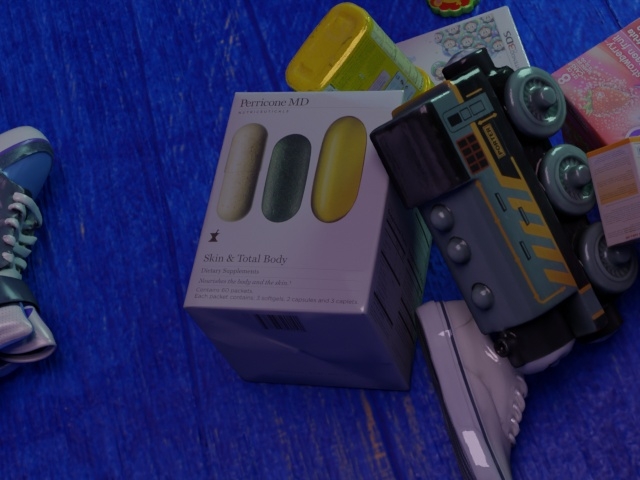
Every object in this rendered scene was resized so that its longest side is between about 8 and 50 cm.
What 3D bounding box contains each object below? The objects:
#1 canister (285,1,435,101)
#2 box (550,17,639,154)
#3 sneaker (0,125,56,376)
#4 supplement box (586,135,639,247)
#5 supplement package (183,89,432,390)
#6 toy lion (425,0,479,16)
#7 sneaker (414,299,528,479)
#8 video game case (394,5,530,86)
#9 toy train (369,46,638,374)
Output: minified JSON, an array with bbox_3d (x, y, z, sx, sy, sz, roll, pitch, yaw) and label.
[{"bbox_3d":[0.047,-0.180,1.581,0.073,0.170,0.126,36,88,39],"label":"canister"},{"bbox_3d":[0.385,-0.075,1.441,0.142,0.154,0.300,-32,58,-2],"label":"box"},{"bbox_3d":[-0.370,0.039,1.643,0.236,0.130,0.323,34,71,20],"label":"sneaker"},{"bbox_3d":[0.305,-0.048,1.356,0.062,0.036,0.099,-20,79,54],"label":"supplement box"},{"bbox_3d":[0.000,0.000,1.492,0.199,0.198,0.263,1,62,19],"label":"supplement package"},{"bbox_3d":[0.173,-0.328,1.725,0.100,0.034,0.096,-27,64,1],"label":"toy lion"},{"bbox_3d":[0.171,0.167,1.408,0.091,0.094,0.258,-14,63,-2],"label":"sneaker"},{"bbox_3d":[0.171,-0.202,1.659,0.157,0.019,0.143,-18,58,7],"label":"video game case"},{"bbox_3d":[0.188,-0.029,1.400,0.190,0.142,0.334,-29,94,-36],"label":"toy train"}]
